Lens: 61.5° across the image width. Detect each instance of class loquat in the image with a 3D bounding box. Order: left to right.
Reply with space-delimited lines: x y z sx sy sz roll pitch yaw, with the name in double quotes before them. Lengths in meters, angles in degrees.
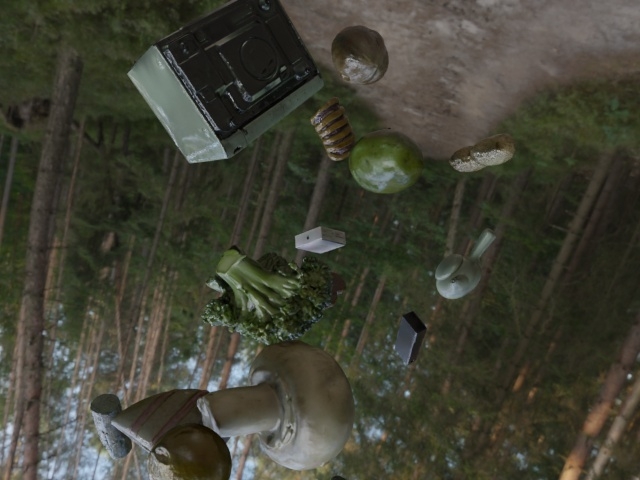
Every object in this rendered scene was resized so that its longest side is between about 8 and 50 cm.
"loquat" -0.250 0.421 1.018 0.152 0.152 0.195 25 161 29

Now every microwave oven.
"microwave oven" -0.230 -0.431 1.418 0.394 0.333 0.247 -45 -156 -30

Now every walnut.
"walnut" 0.095 -0.453 1.316 0.140 0.140 0.162 8 -157 -38

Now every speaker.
"speaker" 0.304 0.334 1.828 0.044 0.218 0.082 -24 -127 -20

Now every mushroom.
"mushroom" -0.104 0.388 1.240 0.335 0.315 0.314 -3 -159 -30

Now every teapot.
"teapot" 0.611 0.102 2.282 0.149 0.318 0.220 45 164 -13

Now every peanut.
"peanut" 0.485 -0.259 1.613 0.104 0.086 0.227 1 171 -31

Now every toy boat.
"toy boat" -0.366 0.483 1.390 0.276 0.111 0.293 -29 -126 -23

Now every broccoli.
"broccoli" -0.156 0.152 1.502 0.317 0.277 0.338 29 163 -11

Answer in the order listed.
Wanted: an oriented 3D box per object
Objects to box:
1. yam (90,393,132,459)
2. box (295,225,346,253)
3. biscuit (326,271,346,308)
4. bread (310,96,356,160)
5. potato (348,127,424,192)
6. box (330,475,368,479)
"yam" -0.720 0.643 1.863 0.106 0.259 0.106 2 -146 -1
"box" 0.000 0.000 1.932 0.129 0.051 0.130 -19 157 40
"biscuit" -0.032 0.210 2.161 0.290 0.041 0.208 -18 -138 -23
"bread" 0.056 -0.412 2.018 0.225 0.134 0.081 61 172 -28
"potato" 0.206 -0.248 1.703 0.215 0.216 0.304 13 -172 -20
"box" 0.067 0.686 1.273 0.163 0.244 0.135 30 161 -18
